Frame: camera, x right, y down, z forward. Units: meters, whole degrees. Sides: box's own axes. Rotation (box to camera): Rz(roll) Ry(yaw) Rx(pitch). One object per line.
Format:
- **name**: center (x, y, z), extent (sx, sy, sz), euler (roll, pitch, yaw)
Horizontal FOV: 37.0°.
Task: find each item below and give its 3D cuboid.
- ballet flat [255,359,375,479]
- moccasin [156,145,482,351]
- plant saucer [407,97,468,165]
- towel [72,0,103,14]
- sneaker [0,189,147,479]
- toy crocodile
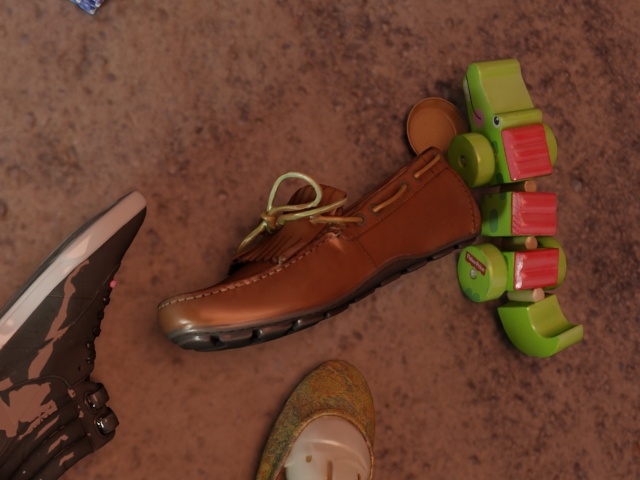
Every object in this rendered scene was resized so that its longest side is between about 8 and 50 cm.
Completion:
- **ballet flat**: center (-0.018, 0.276, 0.925), extent (0.123, 0.123, 0.348), euler (33, 69, -15)
- **moccasin**: center (0.001, -0.001, 0.970), extent (0.380, 0.139, 0.147), euler (-25, 90, -26)
- **plant saucer**: center (0.134, -0.125, 1.119), extent (0.083, 0.015, 0.083), euler (4, 79, -23)
- **towel**: center (-0.311, -0.413, 0.959), extent (0.336, 0.040, 0.243), euler (32, 72, -18)
- **sneaker**: center (-0.223, 0.099, 0.878), extent (0.147, 0.104, 0.296), euler (41, 73, -14)
- **toy crocodile**: center (0.223, -0.038, 1.085), extent (0.115, 0.105, 0.340), euler (-6, 89, -25)
